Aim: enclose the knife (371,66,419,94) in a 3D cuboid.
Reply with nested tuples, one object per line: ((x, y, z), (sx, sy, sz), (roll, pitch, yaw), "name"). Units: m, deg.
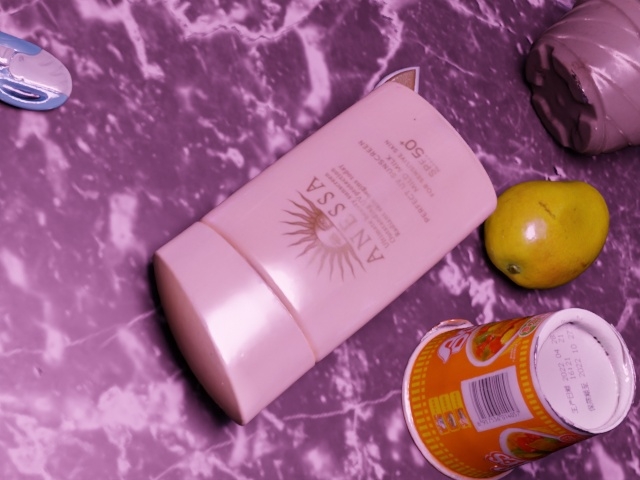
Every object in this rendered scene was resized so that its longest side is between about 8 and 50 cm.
((0.046, -0.043, 1.111), (0.061, 0.027, 0.343), (19, 66, -4), "knife")

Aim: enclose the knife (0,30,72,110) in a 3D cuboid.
((-0.324, -0.167, 0.949), (0.222, 0.031, 0.064), (17, 70, -23), "knife")

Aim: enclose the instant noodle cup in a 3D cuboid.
((0.193, 0.139, 1.038), (0.168, 0.185, 0.168), (10, 69, -26), "instant noodle cup")

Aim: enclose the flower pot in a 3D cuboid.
((0.323, -0.183, 1.222), (0.140, 0.235, 0.235), (-28, 88, -11), "flower pot")

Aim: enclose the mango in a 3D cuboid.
((0.249, -0.008, 1.175), (0.163, 0.089, 0.117), (-5, 76, -31), "mango")

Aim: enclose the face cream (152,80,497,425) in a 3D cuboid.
((0.000, 0.000, 1.020), (0.348, 0.081, 0.173), (-38, 86, -26), "face cream")
